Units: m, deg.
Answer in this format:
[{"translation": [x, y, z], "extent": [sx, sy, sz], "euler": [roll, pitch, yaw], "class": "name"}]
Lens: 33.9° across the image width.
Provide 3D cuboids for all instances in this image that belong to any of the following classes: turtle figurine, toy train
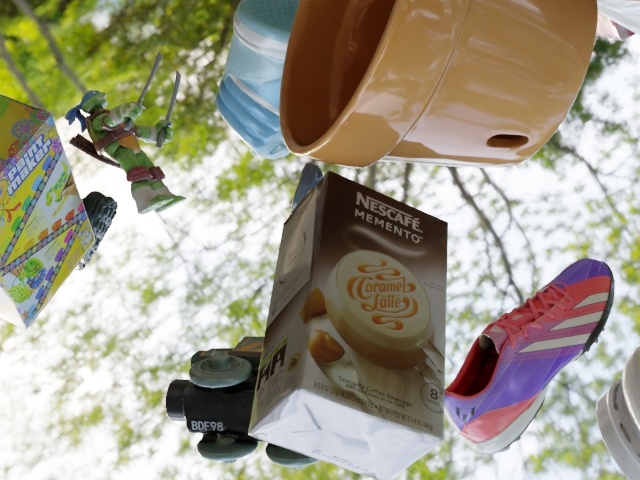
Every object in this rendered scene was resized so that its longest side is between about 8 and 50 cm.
[{"translation": [-0.323, -0.199, 2.004], "extent": [0.275, 0.266, 0.198], "euler": [-25, 178, -22], "class": "turtle figurine"}, {"translation": [-0.016, 0.186, 1.287], "extent": [0.334, 0.142, 0.190], "euler": [-1, -166, 15], "class": "toy train"}]

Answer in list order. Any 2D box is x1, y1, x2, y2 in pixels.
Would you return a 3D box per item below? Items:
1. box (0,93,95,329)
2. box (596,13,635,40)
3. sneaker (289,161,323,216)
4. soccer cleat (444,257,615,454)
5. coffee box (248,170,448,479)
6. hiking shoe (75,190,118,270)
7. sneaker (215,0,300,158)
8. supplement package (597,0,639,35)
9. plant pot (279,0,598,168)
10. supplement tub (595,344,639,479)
[{"translation": [-0.496, -0.068, 1.418], "extent": [0.290, 0.279, 0.177], "euler": [21, -123, 17], "class": "box"}, {"translation": [0.477, -0.471, 1.724], "extent": [0.123, 0.256, 0.128], "euler": [-27, -163, 0], "class": "box"}, {"translation": [0.000, 0.000, 2.041], "extent": [0.131, 0.319, 0.112], "euler": [11, -150, 6], "class": "sneaker"}, {"translation": [0.275, 0.128, 1.383], "extent": [0.318, 0.116, 0.109], "euler": [-50, -155, -17], "class": "soccer cleat"}, {"translation": [0.032, 0.074, 0.958], "extent": [0.098, 0.141, 0.246], "euler": [-49, -155, 44], "class": "coffee box"}, {"translation": [-0.456, -0.025, 1.894], "extent": [0.113, 0.132, 0.304], "euler": [-65, -167, -25], "class": "hiking shoe"}, {"translation": [0.013, -0.184, 1.371], "extent": [0.127, 0.319, 0.208], "euler": [-95, -154, -50], "class": "sneaker"}, {"translation": [0.394, -0.242, 0.972], "extent": [0.145, 0.204, 0.262], "euler": [-63, -165, 10], "class": "supplement package"}, {"translation": [0.110, -0.189, 0.953], "extent": [0.291, 0.204, 0.290], "euler": [-164, -90, -72], "class": "plant pot"}, {"translation": [0.517, 0.170, 1.260], "extent": [0.325, 0.235, 0.235], "euler": [-49, -169, 31], "class": "supplement tub"}]
